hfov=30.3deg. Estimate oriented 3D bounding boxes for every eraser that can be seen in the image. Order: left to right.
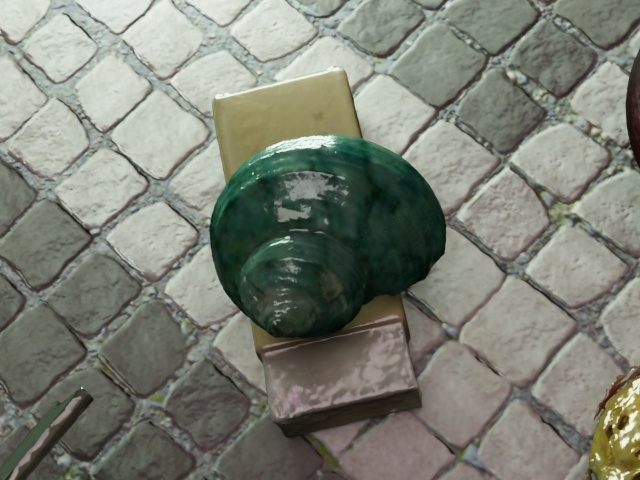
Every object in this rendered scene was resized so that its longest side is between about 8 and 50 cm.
[{"bbox_3d":[-0.007,0.005,1.127,0.144,0.078,0.343,-14,66,3],"label":"eraser"}]

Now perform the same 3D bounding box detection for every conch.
[{"bbox_3d":[-0.001,0.002,1.012,0.196,0.134,0.202,15,70,15],"label":"conch"}]

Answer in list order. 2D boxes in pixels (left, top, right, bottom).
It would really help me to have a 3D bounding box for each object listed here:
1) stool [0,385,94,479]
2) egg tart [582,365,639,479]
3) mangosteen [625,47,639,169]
[{"bbox_3d":[-0.189,0.296,0.913,0.243,0.170,0.269,42,69,-8],"label":"stool"},{"bbox_3d":[0.361,0.201,0.966,0.297,0.132,0.297,-13,44,13],"label":"egg tart"},{"bbox_3d":[0.409,-0.098,1.004,0.297,0.297,0.293,15,67,14],"label":"mangosteen"}]
